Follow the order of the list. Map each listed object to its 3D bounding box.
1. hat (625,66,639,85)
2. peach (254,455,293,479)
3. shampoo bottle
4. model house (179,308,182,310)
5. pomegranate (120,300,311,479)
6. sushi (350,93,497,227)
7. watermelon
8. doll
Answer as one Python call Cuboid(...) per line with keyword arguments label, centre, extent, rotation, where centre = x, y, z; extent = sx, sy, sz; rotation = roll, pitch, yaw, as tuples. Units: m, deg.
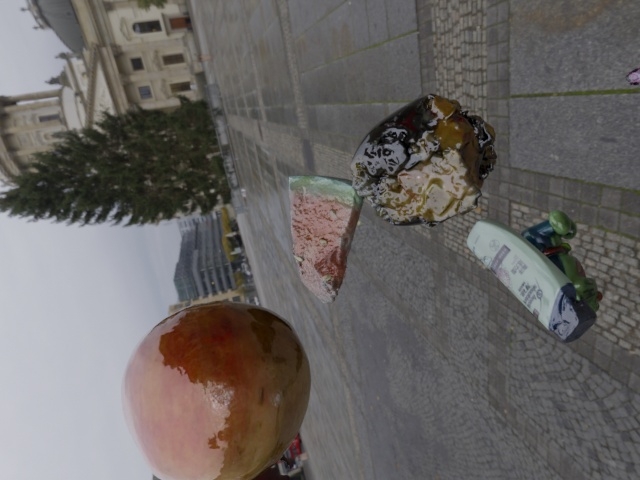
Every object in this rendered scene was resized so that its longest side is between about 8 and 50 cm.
Cuboid(label="hat", centre=(0.811, -0.426, 0.914), extent=(0.128, 0.228, 0.140), rotation=(58, -165, -33))
Cuboid(label="peach", centre=(-0.205, 0.763, 1.080), extent=(0.406, 0.310, 0.334), rotation=(38, 128, 12))
Cuboid(label="shampoo bottle", centre=(0.511, 0.077, 0.999), extent=(0.359, 0.078, 0.134), rotation=(-119, 28, -46))
Cuboid(label="model house", centre=(-0.332, 0.274, 1.126), extent=(0.164, 0.203, 0.140), rotation=(-5, 67, 70))
Cuboid(label="pomegranate", centre=(-0.139, 0.220, 0.551), extent=(0.229, 0.252, 0.269), rotation=(24, -122, -60))
Cuboid(label="sushi", centre=(0.183, -0.128, 0.665), extent=(0.200, 0.204, 0.213), rotation=(-1, 132, 39))
Cuboid(label="watermelon", centre=(0.000, 0.000, 0.779), extent=(0.193, 0.140, 0.256), rotation=(-179, 94, -88))
Cuboid(label="doll", centre=(0.639, 0.092, 1.101), extent=(0.186, 0.199, 0.321), rotation=(-21, 63, 38))
